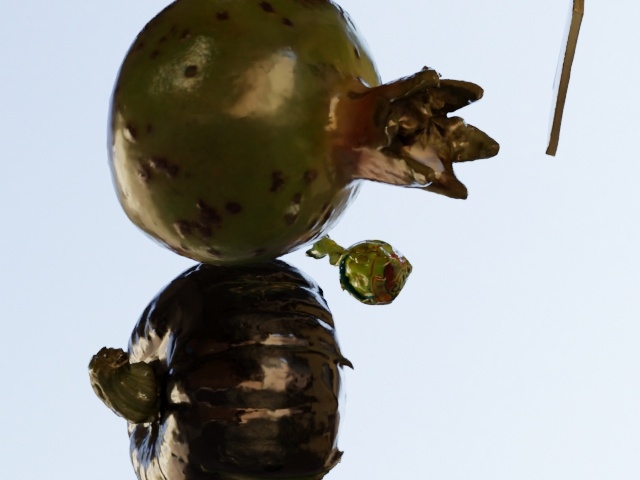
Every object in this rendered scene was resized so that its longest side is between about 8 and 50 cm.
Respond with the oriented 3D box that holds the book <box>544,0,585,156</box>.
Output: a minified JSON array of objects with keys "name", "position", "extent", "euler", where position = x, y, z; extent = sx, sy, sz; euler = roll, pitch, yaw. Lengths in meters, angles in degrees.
[{"name":"book","position":[0.276,-0.210,1.710],"extent":[0.016,0.138,0.198],"euler":[9,-48,6]}]

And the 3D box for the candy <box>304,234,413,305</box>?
[{"name":"candy","position":[-0.002,0.002,1.802],"extent":[0.073,0.262,0.077],"euler":[-3,-65,-47]}]

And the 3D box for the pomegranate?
[{"name":"pomegranate","position":[-0.038,-0.076,1.138],"extent":[0.231,0.286,0.230],"euler":[-15,-62,-31]}]

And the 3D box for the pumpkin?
[{"name":"pumpkin","position":[-0.117,0.165,1.582],"extent":[0.296,0.295,0.296],"euler":[-7,-29,-4]}]
